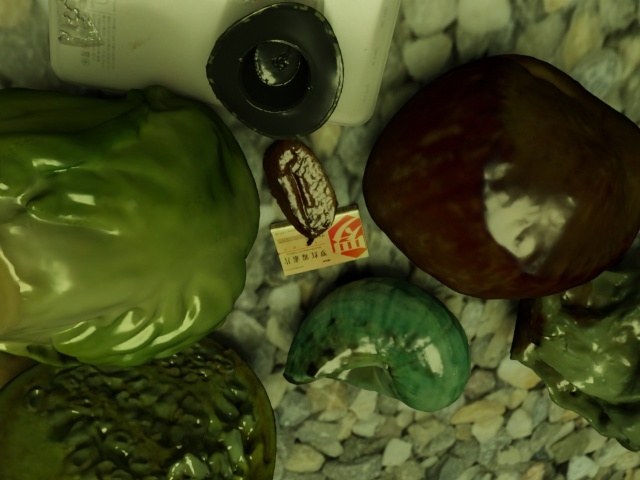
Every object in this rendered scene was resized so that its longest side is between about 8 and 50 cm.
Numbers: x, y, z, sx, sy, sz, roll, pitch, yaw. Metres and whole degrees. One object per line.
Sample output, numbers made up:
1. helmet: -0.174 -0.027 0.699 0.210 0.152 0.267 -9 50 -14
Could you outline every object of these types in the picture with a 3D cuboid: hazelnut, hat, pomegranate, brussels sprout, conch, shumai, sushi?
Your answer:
1. hazelnut: 0.155 -0.038 0.574 0.234 0.218 0.218 23 115 -17
2. hat: -0.035 -0.143 0.538 0.121 0.050 0.121 -1 134 -1
3. pomegranate: -0.227 0.222 0.666 0.359 0.310 0.216 31 126 17
4. brussels sprout: -0.191 -0.013 0.534 0.260 0.294 0.227 -4 103 23
5. conch: 0.070 0.113 0.702 0.188 0.121 0.176 21 137 -13
6. shumai: 0.343 0.085 0.703 0.261 0.222 0.225 -9 142 -42
7. sushi: -0.019 -0.049 0.637 0.052 0.055 0.120 -30 111 -4

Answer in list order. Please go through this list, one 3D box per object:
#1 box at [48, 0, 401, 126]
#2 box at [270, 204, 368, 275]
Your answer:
1. box: -0.081 -0.182 0.563 0.285 0.044 0.142 7 121 -9
2. box: 0.000 0.000 0.689 0.093 0.015 0.058 -13 118 3
